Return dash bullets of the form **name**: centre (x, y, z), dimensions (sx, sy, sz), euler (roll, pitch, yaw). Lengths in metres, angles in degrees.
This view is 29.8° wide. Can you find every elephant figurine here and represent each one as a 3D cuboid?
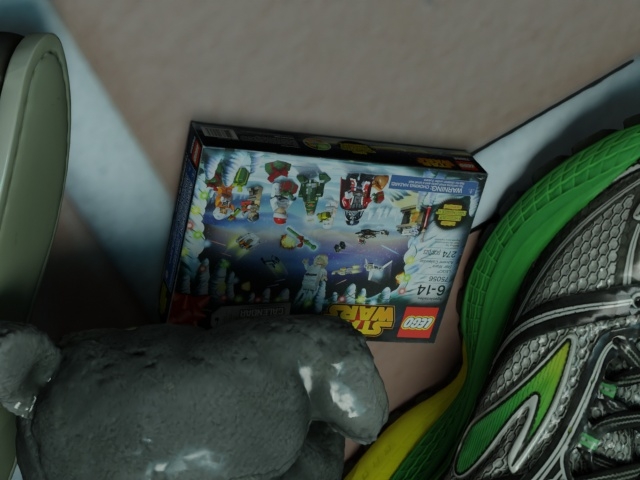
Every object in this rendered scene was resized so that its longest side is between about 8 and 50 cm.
- **elephant figurine**: centre (-0.036, 0.156, 0.484), dimensions (0.185, 0.169, 0.240), euler (-3, 78, -7)

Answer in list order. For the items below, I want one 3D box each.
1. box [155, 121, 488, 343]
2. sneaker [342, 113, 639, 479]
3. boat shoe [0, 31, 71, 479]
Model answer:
- **box**: centre (0.000, 0.000, 0.550), dimensions (0.137, 0.027, 0.094), euler (4, 118, -21)
- **sneaker**: centre (0.127, 0.094, 0.577), dimensions (0.134, 0.146, 0.344), euler (19, 110, -27)
- **boat shoe**: centre (-0.151, 0.021, 0.479), dimensions (0.068, 0.081, 0.228), euler (17, 112, 5)
